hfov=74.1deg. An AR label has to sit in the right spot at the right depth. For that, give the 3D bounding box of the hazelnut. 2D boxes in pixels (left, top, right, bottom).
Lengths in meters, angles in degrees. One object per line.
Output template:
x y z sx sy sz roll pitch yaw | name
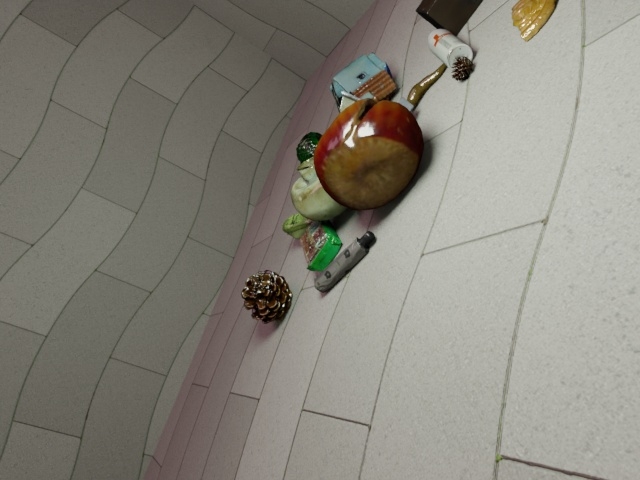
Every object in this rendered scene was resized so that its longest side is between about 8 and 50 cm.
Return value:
0.164 -0.316 1.527 0.409 0.359 0.359 -50 24 20 | hazelnut

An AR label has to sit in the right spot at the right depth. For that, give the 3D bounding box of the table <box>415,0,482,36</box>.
0.525 -0.986 1.770 0.169 0.173 0.193 -53 24 24 | table

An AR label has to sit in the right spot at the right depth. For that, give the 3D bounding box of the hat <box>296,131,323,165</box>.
-0.041 -0.401 2.302 0.274 0.243 0.332 -75 9 -61 | hat

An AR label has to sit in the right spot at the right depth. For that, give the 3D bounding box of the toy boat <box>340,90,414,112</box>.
0.218 -0.452 1.729 0.111 0.294 0.275 -12 -71 -75 | toy boat

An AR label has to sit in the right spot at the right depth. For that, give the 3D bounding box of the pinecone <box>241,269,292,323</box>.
-0.248 0.248 1.965 0.243 0.244 0.257 -89 -7 -49 | pinecone

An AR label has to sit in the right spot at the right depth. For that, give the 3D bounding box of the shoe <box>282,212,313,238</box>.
-0.066 -0.092 2.113 0.263 0.128 0.139 -16 53 23 | shoe

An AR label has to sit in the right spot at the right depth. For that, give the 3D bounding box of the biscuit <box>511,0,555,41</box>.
0.669 -0.727 1.326 0.144 0.033 0.224 -39 32 46 | biscuit

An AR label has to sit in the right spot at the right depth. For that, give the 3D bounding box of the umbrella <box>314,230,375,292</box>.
0.090 0.083 1.627 0.337 0.067 0.073 -47 38 32 | umbrella

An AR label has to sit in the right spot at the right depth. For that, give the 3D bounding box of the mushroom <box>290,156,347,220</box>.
0.023 -0.241 1.859 0.352 0.260 0.352 -28 20 11 | mushroom

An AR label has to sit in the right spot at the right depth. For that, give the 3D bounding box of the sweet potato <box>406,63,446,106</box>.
0.423 -0.635 1.746 0.249 0.060 0.069 -48 45 24 | sweet potato

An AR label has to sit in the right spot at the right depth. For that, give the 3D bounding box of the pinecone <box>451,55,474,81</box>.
0.502 -0.613 1.514 0.077 0.077 0.083 -95 29 -54 | pinecone

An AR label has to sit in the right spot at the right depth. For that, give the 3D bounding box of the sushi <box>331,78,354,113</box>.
0.155 -0.531 1.899 0.100 0.372 0.296 -19 11 5 | sushi

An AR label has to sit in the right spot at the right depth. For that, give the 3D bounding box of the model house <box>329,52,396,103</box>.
0.248 -0.695 2.049 0.295 0.251 0.329 -36 49 3 | model house

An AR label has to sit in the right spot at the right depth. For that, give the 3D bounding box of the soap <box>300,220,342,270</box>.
-0.002 -0.001 1.890 0.217 0.098 0.273 -56 22 15 | soap

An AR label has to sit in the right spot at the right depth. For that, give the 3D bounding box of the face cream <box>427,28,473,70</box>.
0.496 -0.761 1.667 0.102 0.102 0.345 -50 26 28 | face cream
